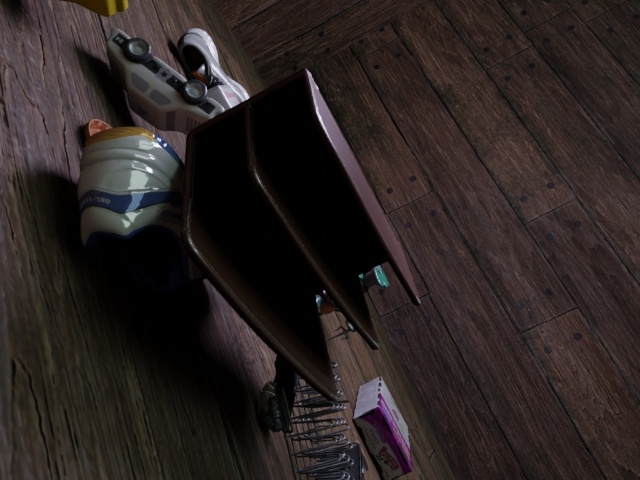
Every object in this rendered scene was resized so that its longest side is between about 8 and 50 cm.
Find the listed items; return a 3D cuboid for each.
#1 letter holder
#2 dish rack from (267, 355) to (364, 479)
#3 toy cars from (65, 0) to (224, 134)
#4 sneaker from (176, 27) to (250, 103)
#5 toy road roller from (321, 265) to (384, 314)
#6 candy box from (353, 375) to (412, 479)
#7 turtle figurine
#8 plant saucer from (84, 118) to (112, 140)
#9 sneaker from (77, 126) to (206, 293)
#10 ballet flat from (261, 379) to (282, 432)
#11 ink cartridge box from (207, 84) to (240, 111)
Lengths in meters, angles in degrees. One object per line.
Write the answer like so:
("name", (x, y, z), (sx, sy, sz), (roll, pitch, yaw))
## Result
("letter holder", (-0.001, 0.012, 0.534), (0.301, 0.152, 0.214), (56, 14, -39))
("dish rack", (0.000, 0.245, 0.626), (0.208, 0.074, 0.271), (-78, 156, -79))
("toy cars", (-0.281, -0.266, 0.624), (0.177, 0.087, 0.393), (15, -28, 39))
("sneaker", (-0.271, -0.392, 1.219), (0.271, 0.100, 0.108), (55, 24, -25))
("toy road roller", (0.000, 0.000, 1.245), (0.240, 0.203, 0.329), (45, 18, -34))
("candy box", (0.149, 0.440, 1.158), (0.159, 0.071, 0.233), (63, 8, 4))
("turtle figurine", (0.030, 0.138, 1.064), (0.175, 0.234, 0.118), (7, 44, -48))
("plant saucer", (-0.251, -0.105, 0.579), (0.083, 0.013, 0.083), (60, 8, -14))
("sneaker", (-0.160, 0.010, 0.546), (0.296, 0.112, 0.130), (48, 33, -55))
("ballet flat", (-0.061, 0.213, 0.662), (0.041, 0.041, 0.114), (61, 7, -13))
("ink cartridge box", (-0.200, -0.238, 1.105), (0.217, 0.092, 0.158), (59, 8, -16))
